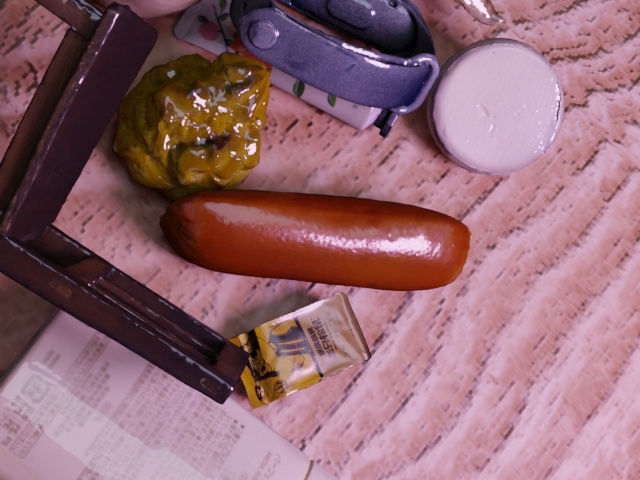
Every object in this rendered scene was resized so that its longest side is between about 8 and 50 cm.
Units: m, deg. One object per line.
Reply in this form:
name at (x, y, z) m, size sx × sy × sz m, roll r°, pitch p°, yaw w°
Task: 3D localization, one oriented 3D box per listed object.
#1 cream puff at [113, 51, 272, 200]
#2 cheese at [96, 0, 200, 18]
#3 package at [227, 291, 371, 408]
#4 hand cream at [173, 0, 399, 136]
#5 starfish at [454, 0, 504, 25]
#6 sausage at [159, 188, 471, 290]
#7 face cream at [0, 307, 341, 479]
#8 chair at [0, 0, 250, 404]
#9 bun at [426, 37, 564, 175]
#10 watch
cream puff at (-0.110, -0.110, 1.196) m, size 0.146 × 0.116 × 0.146 m, roll 7°, pitch 71°, yaw -21°
cheese at (-0.162, -0.323, 1.243) m, size 0.218 × 0.117 × 0.235 m, roll -19°, pitch 79°, yaw -25°
package at (-0.024, 0.102, 1.196) m, size 0.131 × 0.047 × 0.071 m, roll -23°, pitch 84°, yaw -23°
hand cream at (-0.027, -0.176, 1.289) m, size 0.234 × 0.050 × 0.080 m, roll 30°, pitch 69°, yaw -2°
starfish at (0.076, -0.418, 1.331) m, size 0.432 × 0.082 × 0.324 m, roll 36°, pitch 51°, yaw -14°
sausage at (0.000, 0.000, 1.215) m, size 0.300 × 0.089 × 0.083 m, roll 4°, pitch 78°, yaw -19°
face cream at (-0.118, 0.205, 1.109) m, size 0.348 × 0.081 × 0.173 m, roll 36°, pitch 64°, yaw -6°
chair at (-0.194, -0.084, 1.044) m, size 0.416 × 0.203 × 0.241 m, roll 29°, pitch 93°, yaw -2°
bun at (0.175, -0.137, 1.322) m, size 0.138 × 0.094 × 0.138 m, roll 1°, pitch 104°, yaw 3°
watch at (0.018, -0.199, 1.244) m, size 0.206 × 0.068 × 0.193 m, roll 30°, pitch 32°, yaw -1°
